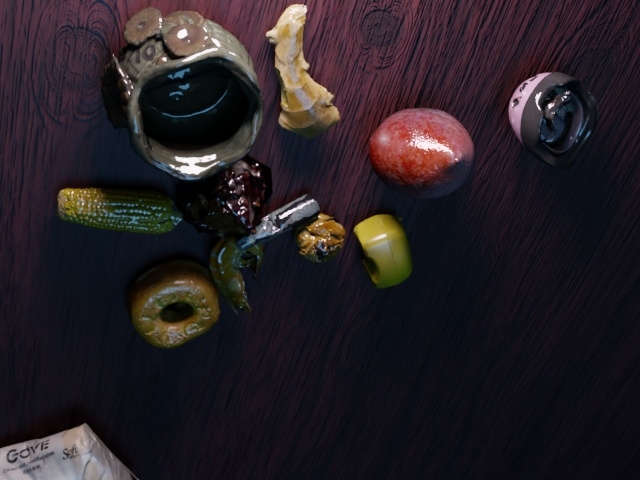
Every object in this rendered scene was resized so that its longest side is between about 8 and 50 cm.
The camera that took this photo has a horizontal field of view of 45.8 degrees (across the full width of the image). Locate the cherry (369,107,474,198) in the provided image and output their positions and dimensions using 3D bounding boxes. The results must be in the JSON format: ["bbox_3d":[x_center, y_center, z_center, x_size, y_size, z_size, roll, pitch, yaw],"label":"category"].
[{"bbox_3d":[0.234,-0.183,1.700,0.239,0.239,0.206,5,131,-25],"label":"cherry"}]

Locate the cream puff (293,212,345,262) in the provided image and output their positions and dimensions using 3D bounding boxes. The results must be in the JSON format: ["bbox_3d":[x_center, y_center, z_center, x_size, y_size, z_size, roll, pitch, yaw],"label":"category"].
[{"bbox_3d":[0.000,0.000,1.832,0.119,0.104,0.133,-17,131,-18],"label":"cream puff"}]

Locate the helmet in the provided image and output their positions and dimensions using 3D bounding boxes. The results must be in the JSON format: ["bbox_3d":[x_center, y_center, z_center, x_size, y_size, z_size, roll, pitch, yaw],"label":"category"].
[{"bbox_3d":[0.536,-0.293,1.794,0.198,0.154,0.253,-56,146,-2],"label":"helmet"}]

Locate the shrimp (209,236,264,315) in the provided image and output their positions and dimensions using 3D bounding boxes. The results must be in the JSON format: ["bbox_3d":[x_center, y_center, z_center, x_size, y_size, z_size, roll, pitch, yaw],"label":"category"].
[{"bbox_3d":[-0.196,0.078,1.828,0.150,0.068,0.248,-24,133,-27],"label":"shrimp"}]

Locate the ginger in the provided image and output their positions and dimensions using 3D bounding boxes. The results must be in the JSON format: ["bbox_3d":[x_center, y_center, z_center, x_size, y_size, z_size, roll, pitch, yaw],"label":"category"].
[{"bbox_3d":[-0.036,-0.339,1.574,0.131,0.086,0.294,-3,124,8],"label":"ginger"}]

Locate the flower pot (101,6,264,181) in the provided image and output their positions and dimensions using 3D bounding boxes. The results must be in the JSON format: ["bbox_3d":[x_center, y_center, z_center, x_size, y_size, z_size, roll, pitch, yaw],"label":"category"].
[{"bbox_3d":[-0.260,-0.282,1.439,0.302,0.213,0.301,-11,129,-14],"label":"flower pot"}]

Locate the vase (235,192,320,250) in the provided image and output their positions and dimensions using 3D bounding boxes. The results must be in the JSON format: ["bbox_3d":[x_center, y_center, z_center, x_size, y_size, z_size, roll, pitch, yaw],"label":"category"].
[{"bbox_3d":[-0.102,-0.037,1.761,0.211,0.060,0.060,-31,132,-14],"label":"vase"}]

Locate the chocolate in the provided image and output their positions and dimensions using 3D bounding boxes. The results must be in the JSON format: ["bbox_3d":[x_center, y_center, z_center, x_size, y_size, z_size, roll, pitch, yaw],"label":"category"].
[{"bbox_3d":[-0.202,-0.068,1.649,0.224,0.177,0.206,29,111,-34],"label":"chocolate"}]

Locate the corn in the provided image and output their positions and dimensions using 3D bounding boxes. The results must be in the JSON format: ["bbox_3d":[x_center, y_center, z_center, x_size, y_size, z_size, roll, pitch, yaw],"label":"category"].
[{"bbox_3d":[-0.425,-0.065,1.616,0.262,0.097,0.097,6,123,-19],"label":"corn"}]

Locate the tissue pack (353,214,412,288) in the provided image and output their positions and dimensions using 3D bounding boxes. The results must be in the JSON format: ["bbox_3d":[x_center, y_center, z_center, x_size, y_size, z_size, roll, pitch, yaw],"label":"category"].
[{"bbox_3d":[0.165,0.024,1.898,0.127,0.123,0.178,-20,129,-1],"label":"tissue pack"}]

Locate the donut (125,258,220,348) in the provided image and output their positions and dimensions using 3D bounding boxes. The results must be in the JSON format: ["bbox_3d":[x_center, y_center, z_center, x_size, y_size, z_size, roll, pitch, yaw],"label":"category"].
[{"bbox_3d":[-0.346,0.150,1.798,0.227,0.114,0.226,-10,127,-13],"label":"donut"}]

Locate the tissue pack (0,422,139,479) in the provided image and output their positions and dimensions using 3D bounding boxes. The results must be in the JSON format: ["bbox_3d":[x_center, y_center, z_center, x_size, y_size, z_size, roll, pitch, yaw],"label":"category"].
[{"bbox_3d":[-0.701,0.658,1.988,0.376,0.195,0.390,-17,130,0],"label":"tissue pack"}]
